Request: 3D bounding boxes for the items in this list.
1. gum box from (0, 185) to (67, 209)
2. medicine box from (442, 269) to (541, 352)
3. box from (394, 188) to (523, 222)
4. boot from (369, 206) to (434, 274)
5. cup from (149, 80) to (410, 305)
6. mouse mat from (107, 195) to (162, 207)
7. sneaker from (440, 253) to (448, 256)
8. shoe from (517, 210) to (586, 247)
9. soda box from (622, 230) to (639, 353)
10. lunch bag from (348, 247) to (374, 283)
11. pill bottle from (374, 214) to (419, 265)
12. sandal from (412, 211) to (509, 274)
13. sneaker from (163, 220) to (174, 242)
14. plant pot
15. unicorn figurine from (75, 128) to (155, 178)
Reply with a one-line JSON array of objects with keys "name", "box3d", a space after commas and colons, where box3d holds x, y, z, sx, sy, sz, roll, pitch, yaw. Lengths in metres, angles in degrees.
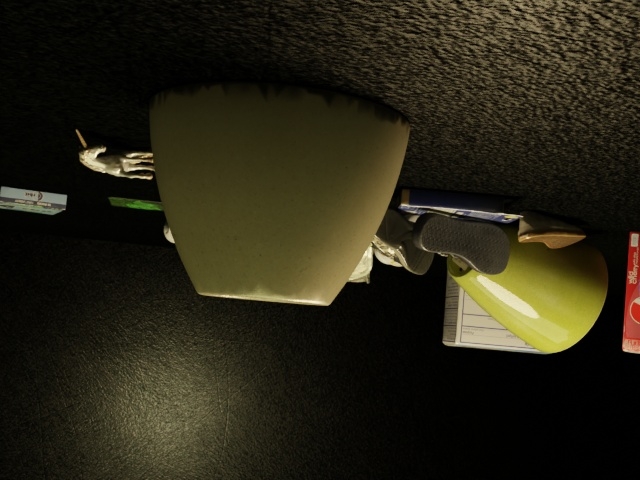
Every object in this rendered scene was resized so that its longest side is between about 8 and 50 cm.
[{"name": "gum box", "box3d": [-0.733, -0.099, 2.222, 0.157, 0.041, 0.184, 8, 175, -25]}, {"name": "medicine box", "box3d": [0.473, 0.144, 2.334, 0.263, 0.289, 0.149, 6, 175, -6]}, {"name": "box", "box3d": [0.257, -0.063, 1.667, 0.225, 0.036, 0.136, 6, 175, 0]}, {"name": "boot", "box3d": [0.107, -0.020, 1.746, 0.179, 0.085, 0.236, 19, 168, 42]}, {"name": "cup", "box3d": [-0.061, -0.042, 1.118, 0.331, 0.237, 0.331, 5, 174, 1]}, {"name": "mouse mat", "box3d": [-0.458, -0.091, 2.239, 0.153, 0.007, 0.190, 6, 176, -9]}, {"name": "sneaker", "box3d": [0.391, 0.011, 2.199, 0.208, 0.081, 0.094, 10, -176, 17]}, {"name": "shoe", "box3d": [0.478, -0.025, 1.829, 0.219, 0.058, 0.076, 5, 156, -46]}, {"name": "soda box", "box3d": [0.715, 0.115, 1.925, 0.083, 0.263, 0.092, 3, 174, 33]}, {"name": "lunch bag", "box3d": [0.000, 0.000, 1.935, 0.235, 0.169, 0.287, 4, 169, 4]}, {"name": "pill bottle", "box3d": [0.187, 0.001, 1.956, 0.103, 0.103, 0.184, 7, 167, -19]}, {"name": "sandal", "box3d": [0.270, -0.003, 1.693, 0.254, 0.097, 0.054, 20, 179, -35]}, {"name": "sneaker", "box3d": [-0.317, -0.015, 2.499, 0.232, 0.090, 0.115, 7, 171, -32]}, {"name": "plant pot", "box3d": [0.441, 0.077, 2.000, 0.293, 0.274, 0.275, 24, 167, -24]}, {"name": "unicorn figurine", "box3d": [-0.318, -0.126, 1.405, 0.111, 0.060, 0.162, 5, 175, -2]}]
